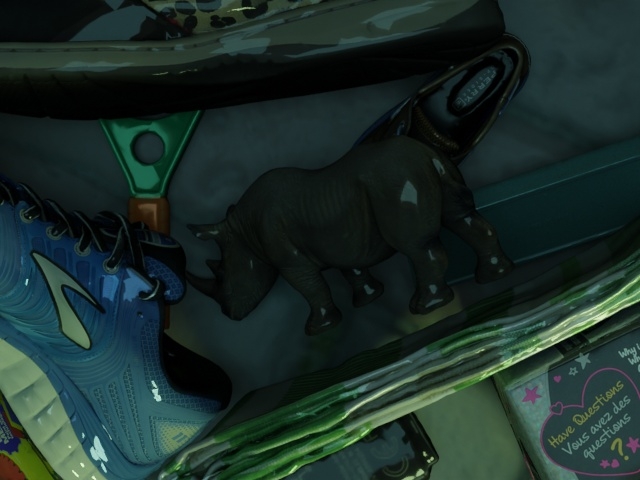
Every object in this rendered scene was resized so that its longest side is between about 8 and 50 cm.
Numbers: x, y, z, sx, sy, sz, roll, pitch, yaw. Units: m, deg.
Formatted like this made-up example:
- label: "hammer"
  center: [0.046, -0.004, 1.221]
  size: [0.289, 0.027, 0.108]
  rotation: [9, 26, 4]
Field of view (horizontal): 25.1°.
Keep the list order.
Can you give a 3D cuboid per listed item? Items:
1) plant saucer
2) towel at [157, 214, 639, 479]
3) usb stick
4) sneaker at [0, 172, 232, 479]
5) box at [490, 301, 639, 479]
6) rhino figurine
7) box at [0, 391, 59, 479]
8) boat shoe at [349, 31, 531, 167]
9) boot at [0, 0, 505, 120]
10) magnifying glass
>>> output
- label: "plant saucer"
  center: [0.149, -0.017, 0.958]
  size: [0.192, 0.018, 0.067]
  rotation: [-18, 124, 0]
- label: "towel"
  center: [0.073, 0.059, 0.866]
  size: [0.324, 0.248, 0.038]
  rotation: [-28, 89, 10]
- label: "usb stick"
  center: [-0.052, 0.194, 0.989]
  size: [0.278, 0.045, 0.077]
  rotation: [-31, 85, 4]
- label: "sneaker"
  center: [-0.167, 0.012, 0.904]
  size: [0.147, 0.130, 0.330]
  rotation: [-31, 121, 6]
- label: "box"
  center: [0.196, 0.096, 0.870]
  size: [0.163, 0.247, 0.142]
  rotation: [-26, 90, 3]
- label: "rhino figurine"
  center: [0.000, 0.000, 0.927]
  size: [0.243, 0.073, 0.106]
  rotation: [-14, 104, 39]
- label: "box"
  center: [-0.294, 0.246, 0.912]
  size: [0.279, 0.177, 0.290]
  rotation: [-27, 92, 16]
- label: "boat shoe"
  center: [0.067, -0.068, 0.956]
  size: [0.066, 0.066, 0.183]
  rotation: [38, 95, -1]
- label: "boot"
  center: [-0.086, -0.231, 0.906]
  size: [0.377, 0.138, 0.284]
  rotation: [-6, 85, 5]
- label: "magnifying glass"
  center: [-0.118, -0.054, 0.989]
  size: [0.092, 0.026, 0.231]
  rotation: [1, 92, 2]
